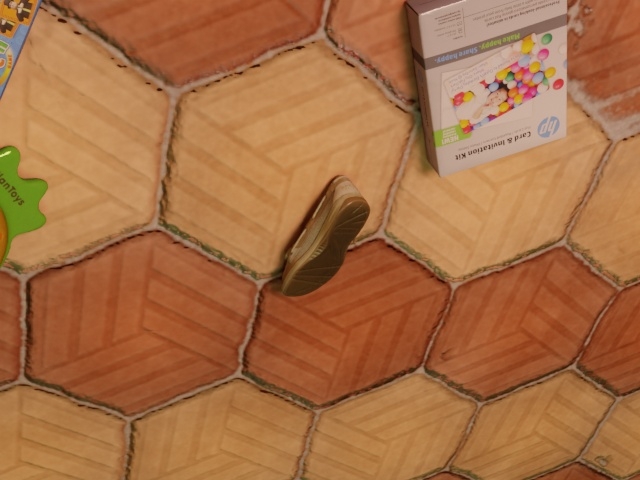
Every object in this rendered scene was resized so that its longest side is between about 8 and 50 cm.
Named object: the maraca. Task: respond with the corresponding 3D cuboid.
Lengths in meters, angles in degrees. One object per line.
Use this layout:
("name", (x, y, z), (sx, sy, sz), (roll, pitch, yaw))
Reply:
("maraca", (-0.329, -0.008, 0.673), (0.186, 0.099, 0.127), (-44, 135, -16))

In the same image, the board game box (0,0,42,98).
("board game box", (-0.235, -0.152, 0.544), (0.039, 0.160, 0.211), (21, 118, -29))

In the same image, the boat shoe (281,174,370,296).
("boat shoe", (-0.001, -0.001, 0.823), (0.056, 0.048, 0.153), (2, 134, -35))

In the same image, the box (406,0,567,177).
("box", (0.168, -0.164, 0.748), (0.145, 0.038, 0.186), (-18, 131, -4))
